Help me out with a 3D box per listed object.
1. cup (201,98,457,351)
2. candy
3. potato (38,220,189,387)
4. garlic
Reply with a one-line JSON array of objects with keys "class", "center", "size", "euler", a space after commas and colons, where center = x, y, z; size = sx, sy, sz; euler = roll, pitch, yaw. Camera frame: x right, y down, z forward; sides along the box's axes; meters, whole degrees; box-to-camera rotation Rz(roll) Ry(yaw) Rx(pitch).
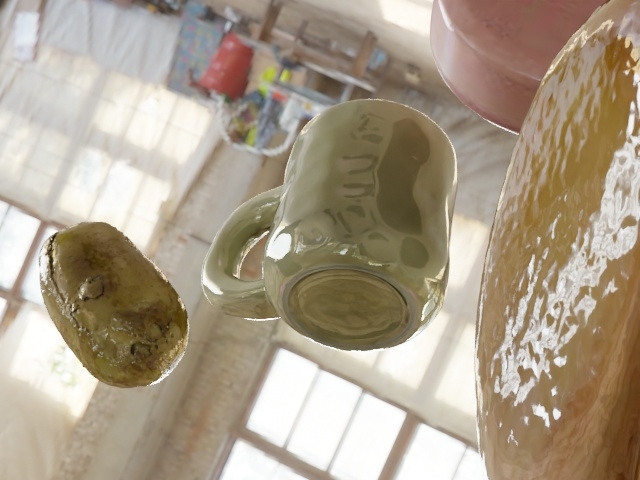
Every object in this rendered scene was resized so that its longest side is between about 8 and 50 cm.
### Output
[{"class": "cup", "center": [0.000, -0.014, 1.040], "size": [0.255, 0.202, 0.173], "euler": [3, 138, 10]}, {"class": "candy", "center": [0.226, -0.197, 0.968], "size": [0.255, 0.255, 0.094], "euler": [24, 150, 15]}, {"class": "potato", "center": [-0.180, 0.054, 0.938], "size": [0.107, 0.080, 0.170], "euler": [-14, -128, -31]}, {"class": "garlic", "center": [0.124, 0.029, 0.354], "size": [0.110, 0.228, 0.217], "euler": [5, -143, -15]}]
